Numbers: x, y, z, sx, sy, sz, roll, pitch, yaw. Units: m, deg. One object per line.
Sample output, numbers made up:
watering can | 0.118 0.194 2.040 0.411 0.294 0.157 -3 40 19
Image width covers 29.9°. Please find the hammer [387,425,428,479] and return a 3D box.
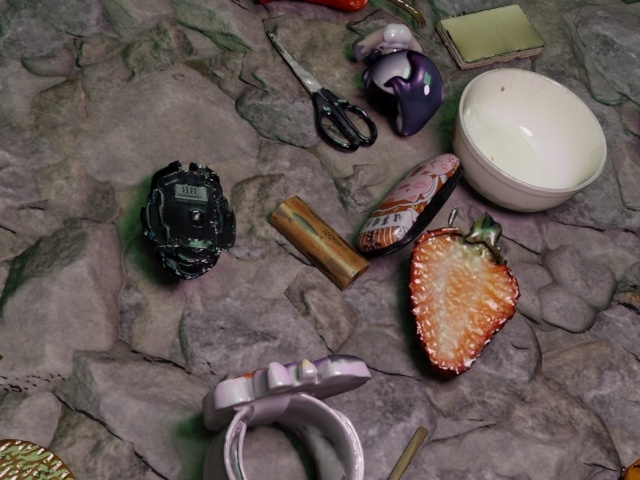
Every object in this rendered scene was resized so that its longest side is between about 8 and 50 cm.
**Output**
hammer | 0.115 0.340 1.753 0.062 0.017 0.182 35 51 6

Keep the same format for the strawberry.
strawberry | 0.216 0.092 1.919 0.188 0.106 0.286 19 64 -1

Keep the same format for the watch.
watch | -0.029 0.284 1.639 0.244 0.196 0.231 -7 65 -28

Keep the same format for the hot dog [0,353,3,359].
hot dog | -0.517 0.174 1.615 0.188 0.055 0.072 -15 61 -28

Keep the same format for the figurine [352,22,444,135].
figurine | 0.155 -0.293 2.144 0.145 0.145 0.222 -1 53 -21

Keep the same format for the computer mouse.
computer mouse | -0.210 -0.028 1.858 0.147 0.077 0.241 8 50 -15

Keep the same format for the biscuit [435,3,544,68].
biscuit | 0.331 -0.399 2.348 0.199 0.040 0.121 -14 64 -27

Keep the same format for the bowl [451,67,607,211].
bowl | 0.348 -0.157 2.113 0.277 0.145 0.277 11 53 -15

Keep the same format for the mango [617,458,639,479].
mango | 0.562 0.406 1.802 0.249 0.151 0.156 22 82 -12

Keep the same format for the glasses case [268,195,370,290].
glasses case | 0.000 0.000 1.940 0.170 0.041 0.065 43 52 13

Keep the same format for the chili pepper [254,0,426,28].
chili pepper | 0.042 -0.499 2.255 0.339 0.134 0.131 3 42 -16

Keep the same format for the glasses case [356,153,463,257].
glasses case | 0.150 -0.060 1.992 0.067 0.103 0.266 56 45 -16

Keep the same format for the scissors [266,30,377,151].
scissors | -0.010 -0.274 2.145 0.109 0.022 0.300 -22 65 -35

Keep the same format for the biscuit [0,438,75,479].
biscuit | -0.405 0.345 1.551 0.188 0.027 0.187 10 55 -14
